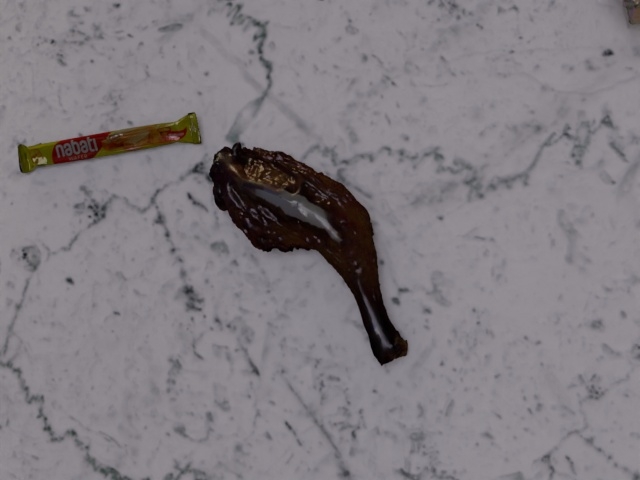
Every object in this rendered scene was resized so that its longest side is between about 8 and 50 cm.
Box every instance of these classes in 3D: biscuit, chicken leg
[{"bbox_3d":[-0.325,-0.148,1.692,0.292,0.026,0.048,-9,102,9],"label":"biscuit"},{"bbox_3d":[0.000,0.000,1.590,0.158,0.096,0.407,-45,82,7],"label":"chicken leg"}]

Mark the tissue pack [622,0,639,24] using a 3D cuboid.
[{"bbox_3d":[0.519,-0.443,1.528,0.257,0.123,0.215,-19,84,8],"label":"tissue pack"}]
